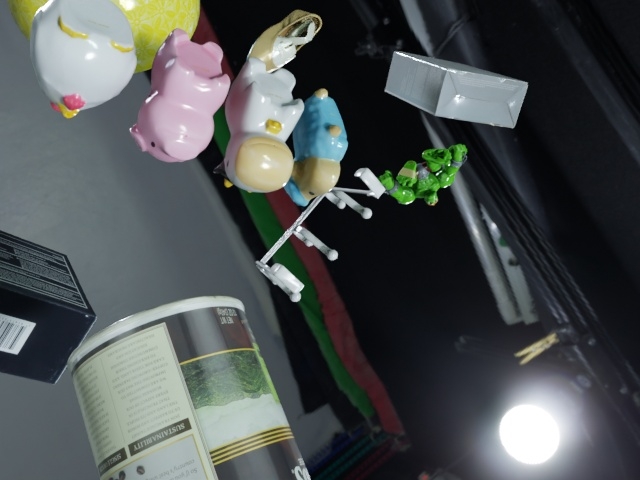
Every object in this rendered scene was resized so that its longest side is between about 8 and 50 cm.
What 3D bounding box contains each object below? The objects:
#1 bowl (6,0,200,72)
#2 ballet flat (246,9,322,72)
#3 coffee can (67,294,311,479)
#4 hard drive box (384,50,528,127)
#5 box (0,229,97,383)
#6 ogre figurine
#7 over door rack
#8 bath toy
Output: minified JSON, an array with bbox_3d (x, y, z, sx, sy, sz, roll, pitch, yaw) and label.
[{"bbox_3d":[-0.317,-0.406,0.881,0.289,0.289,0.156,55,-22,7],"label":"bowl"},{"bbox_3d":[-0.069,-0.413,1.254,0.073,0.232,0.080,13,-40,25],"label":"ballet flat"},{"bbox_3d":[-0.127,0.224,0.634,0.275,0.201,0.201,65,-21,19],"label":"coffee can"},{"bbox_3d":[0.262,-0.304,1.208,0.232,0.181,0.089,-126,-136,-60],"label":"hard drive box"},{"bbox_3d":[-0.657,0.113,1.229,0.296,0.183,0.294,29,7,-40],"label":"box"},{"bbox_3d":[0.233,-0.141,1.356,0.097,0.197,0.118,47,-7,31],"label":"ogre figurine"},{"bbox_3d":[0.000,0.000,1.146,0.108,0.239,0.324,41,-8,-9],"label":"over door rack"},{"bbox_3d":[-0.139,-0.137,0.665,0.129,0.348,0.151,-44,-137,38],"label":"bath toy"}]
